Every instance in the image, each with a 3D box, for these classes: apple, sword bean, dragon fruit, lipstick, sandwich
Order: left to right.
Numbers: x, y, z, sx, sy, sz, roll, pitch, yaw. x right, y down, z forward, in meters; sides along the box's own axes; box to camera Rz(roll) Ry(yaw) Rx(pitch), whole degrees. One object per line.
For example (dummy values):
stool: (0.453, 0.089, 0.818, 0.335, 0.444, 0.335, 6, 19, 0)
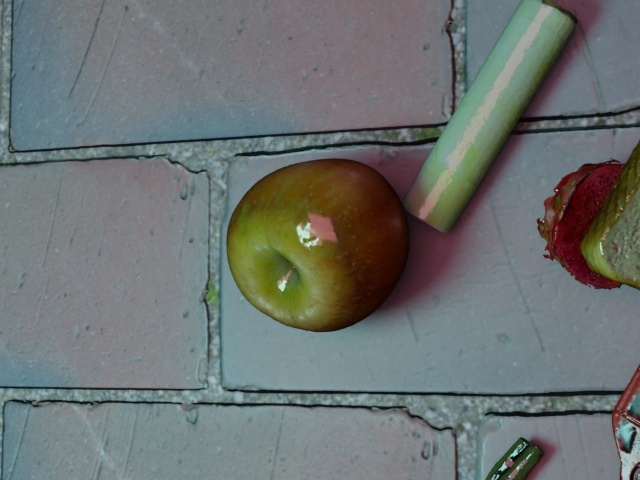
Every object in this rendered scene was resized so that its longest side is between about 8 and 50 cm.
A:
apple: (0.000, 0.000, 1.473, 0.235, 0.173, 0.210, 2, 123, 40)
sword bean: (0.181, 0.351, 1.457, 0.043, 0.038, 0.269, 35, 99, 45)
lipstick: (0.201, -0.153, 1.472, 0.076, 0.076, 0.304, 33, 96, 20)
dragon fruit: (0.308, -0.031, 1.417, 0.111, 0.153, 0.153, 30, 98, 61)
sandwich: (0.412, -0.005, 1.338, 0.215, 0.065, 0.186, 32, 91, -6)

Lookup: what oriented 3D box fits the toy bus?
toy bus: (0.381, 0.196, 1.374, 0.089, 0.081, 0.195, 31, 96, 30)
